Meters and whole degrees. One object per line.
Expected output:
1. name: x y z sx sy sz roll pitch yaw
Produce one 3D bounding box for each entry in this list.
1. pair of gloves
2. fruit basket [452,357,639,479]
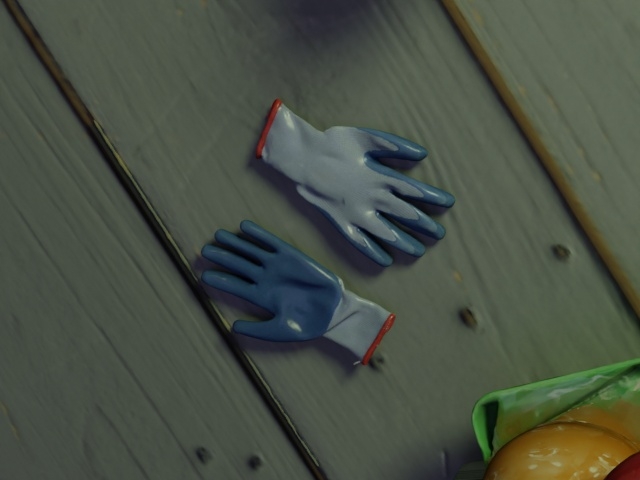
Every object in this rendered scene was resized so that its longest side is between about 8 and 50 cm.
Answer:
1. pair of gloves: 0.000 0.000 0.814 0.159 0.023 0.198 29 111 10
2. fruit basket: 0.201 0.167 0.618 0.327 0.353 0.165 -18 98 20
